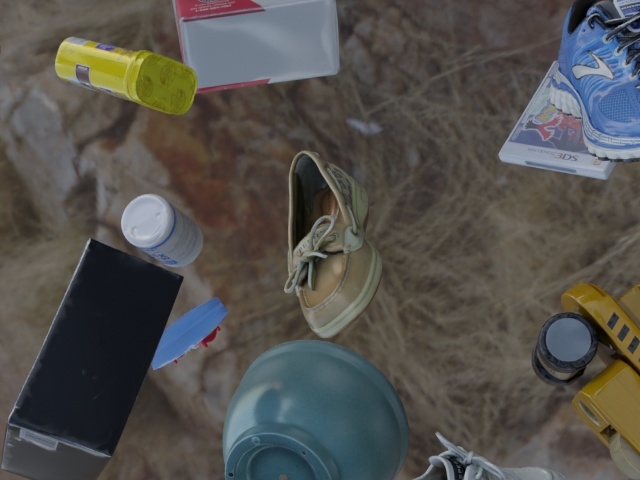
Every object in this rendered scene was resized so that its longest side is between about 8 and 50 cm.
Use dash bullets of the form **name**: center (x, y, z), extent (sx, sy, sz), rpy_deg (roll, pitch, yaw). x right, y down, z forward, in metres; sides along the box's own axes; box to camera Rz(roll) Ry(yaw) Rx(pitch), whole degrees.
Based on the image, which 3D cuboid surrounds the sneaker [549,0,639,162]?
- **sneaker**: center (0.317, -0.179, 1.132), extent (0.330, 0.129, 0.147), rpy_deg (-114, 16, -64)

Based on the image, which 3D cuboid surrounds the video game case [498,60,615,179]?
- **video game case**: center (0.393, -0.188, 1.675), extent (0.183, 0.201, 0.023), rpy_deg (15, 152, 40)

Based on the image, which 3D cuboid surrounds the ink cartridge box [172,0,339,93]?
- **ink cartridge box**: center (-0.139, -0.453, 2.064), extent (0.385, 0.279, 0.160), rpy_deg (-108, 10, -50)

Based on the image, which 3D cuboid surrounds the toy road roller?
- **toy road roller**: center (0.513, 0.205, 1.794), extent (0.329, 0.240, 0.202), rpy_deg (52, 176, 17)

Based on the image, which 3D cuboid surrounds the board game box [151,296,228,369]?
- **board game box**: center (-0.187, 0.145, 1.609), extent (0.033, 0.133, 0.168), rpy_deg (55, 173, -16)

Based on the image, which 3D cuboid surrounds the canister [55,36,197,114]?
- **canister**: center (-0.280, -0.238, 1.578), extent (0.170, 0.126, 0.073), rpy_deg (18, 92, 33)

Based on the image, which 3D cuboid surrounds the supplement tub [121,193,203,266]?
- **supplement tub**: center (-0.200, -0.012, 1.403), extent (0.071, 0.071, 0.107), rpy_deg (50, -177, 25)

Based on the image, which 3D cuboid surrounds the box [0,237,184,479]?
- **box**: center (-0.230, 0.135, 1.086), extent (0.103, 0.184, 0.261), rpy_deg (21, 156, -9)

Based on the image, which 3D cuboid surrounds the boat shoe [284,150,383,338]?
- **boat shoe**: center (0.000, 0.000, 1.217), extent (0.089, 0.104, 0.285), rpy_deg (44, -161, -25)

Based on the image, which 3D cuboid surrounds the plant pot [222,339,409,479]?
- **plant pot**: center (-0.029, 0.325, 1.682), extent (0.293, 0.196, 0.293), rpy_deg (7, 112, 17)

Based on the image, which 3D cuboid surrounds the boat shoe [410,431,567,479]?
- **boat shoe**: center (0.185, 0.337, 1.494), extent (0.136, 0.367, 0.156), rpy_deg (-156, 59, -63)
